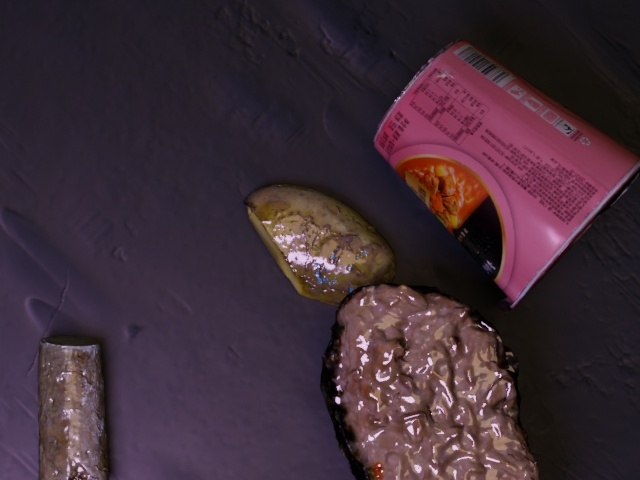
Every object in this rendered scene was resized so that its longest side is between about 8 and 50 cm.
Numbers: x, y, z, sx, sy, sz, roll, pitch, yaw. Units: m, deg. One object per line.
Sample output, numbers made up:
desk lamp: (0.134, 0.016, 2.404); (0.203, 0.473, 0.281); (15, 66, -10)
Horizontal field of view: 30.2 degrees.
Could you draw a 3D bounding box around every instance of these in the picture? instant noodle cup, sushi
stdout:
instant noodle cup: (0.204, -0.088, 1.346); (0.255, 0.244, 0.244); (41, 77, 10)
sushi: (0.124, 0.214, 1.292); (0.210, 0.171, 0.350); (-13, 81, -7)

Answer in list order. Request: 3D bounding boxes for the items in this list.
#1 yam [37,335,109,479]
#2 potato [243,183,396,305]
yam: (-0.270, 0.190, 1.295); (0.078, 0.078, 0.179); (-1, 79, -7)
potato: (0.000, 0.000, 1.376); (0.198, 0.054, 0.119); (43, 80, 2)
